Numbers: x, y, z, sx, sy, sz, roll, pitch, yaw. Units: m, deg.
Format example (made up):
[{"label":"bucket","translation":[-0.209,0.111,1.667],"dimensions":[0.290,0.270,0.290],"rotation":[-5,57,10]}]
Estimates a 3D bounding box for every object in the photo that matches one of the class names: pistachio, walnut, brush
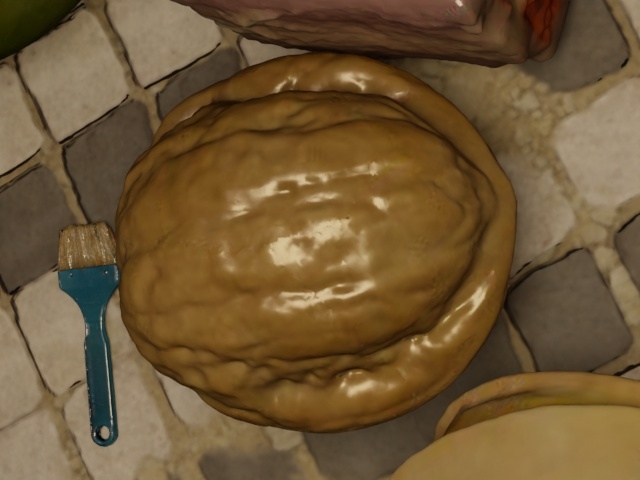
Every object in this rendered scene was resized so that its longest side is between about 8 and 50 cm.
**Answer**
[{"label":"pistachio","translation":[0.187,0.192,1.031],"dimensions":[0.321,0.229,0.238],"rotation":[6,115,32]},{"label":"walnut","translation":[0.000,0.000,1.107],"dimensions":[0.257,0.224,0.257],"rotation":[-3,82,18]},{"label":"brush","translation":[-0.164,0.068,1.277],"dimensions":[0.051,0.014,0.164],"rotation":[-7,85,22]}]

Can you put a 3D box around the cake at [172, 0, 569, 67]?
[{"label":"cake","translation":[0.045,-0.265,1.094],"dimensions":[0.230,0.237,0.309],"rotation":[11,87,24]}]

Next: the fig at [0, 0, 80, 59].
[{"label":"fig","translation":[-0.312,-0.252,1.225],"dimensions":[0.316,0.316,0.316],"rotation":[-1,86,21]}]
